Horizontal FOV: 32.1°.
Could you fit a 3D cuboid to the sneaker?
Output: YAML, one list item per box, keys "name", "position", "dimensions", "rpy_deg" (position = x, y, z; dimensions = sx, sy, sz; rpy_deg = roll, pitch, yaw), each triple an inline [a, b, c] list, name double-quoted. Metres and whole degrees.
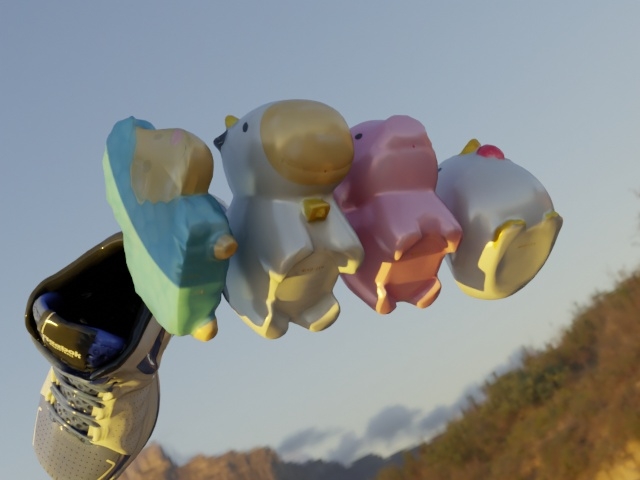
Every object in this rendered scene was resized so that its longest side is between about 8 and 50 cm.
- name: "sneaker"
  position: [-0.206, 0.097, 1.003]
  dimensions: [0.315, 0.127, 0.182]
  rpy_deg: [-60, -16, 20]

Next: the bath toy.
- name: "bath toy"
  position: [0.026, -0.026, 0.778]
  dimensions: [0.348, 0.129, 0.151]
  rpy_deg: [-2, -56, -41]
